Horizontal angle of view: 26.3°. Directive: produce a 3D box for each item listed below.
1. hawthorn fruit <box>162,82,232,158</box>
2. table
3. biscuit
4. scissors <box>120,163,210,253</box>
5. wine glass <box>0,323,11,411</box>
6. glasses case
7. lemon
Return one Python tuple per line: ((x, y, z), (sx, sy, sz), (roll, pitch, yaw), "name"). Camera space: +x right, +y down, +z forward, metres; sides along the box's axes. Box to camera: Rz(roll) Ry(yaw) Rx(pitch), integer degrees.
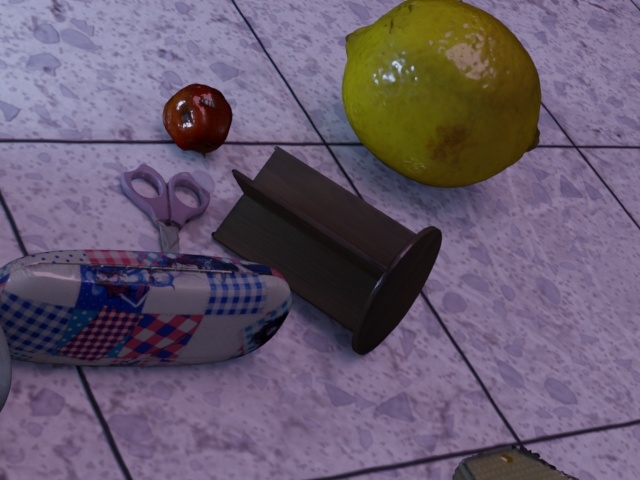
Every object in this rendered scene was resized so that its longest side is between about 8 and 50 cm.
((-0.151, -0.145, 1.682), (0.093, 0.093, 0.093), (20, 38, -16), "hawthorn fruit")
((0.000, 0.000, 1.568), (0.226, 0.167, 0.167), (33, 35, 17), "table")
((0.254, 0.325, 1.447), (0.147, 0.046, 0.250), (-8, 52, -40), "biscuit")
((-0.171, -0.010, 1.552), (0.110, 0.021, 0.212), (12, 39, -22), "scissors")
((-0.312, 0.149, 1.163), (0.143, 0.143, 0.321), (2, 45, -35), "wine glass")
((-0.179, 0.069, 1.363), (0.327, 0.125, 0.076), (4, 44, -34), "glasses case")
((0.159, -0.196, 1.819), (0.267, 0.267, 0.267), (20, 38, -16), "lemon")
